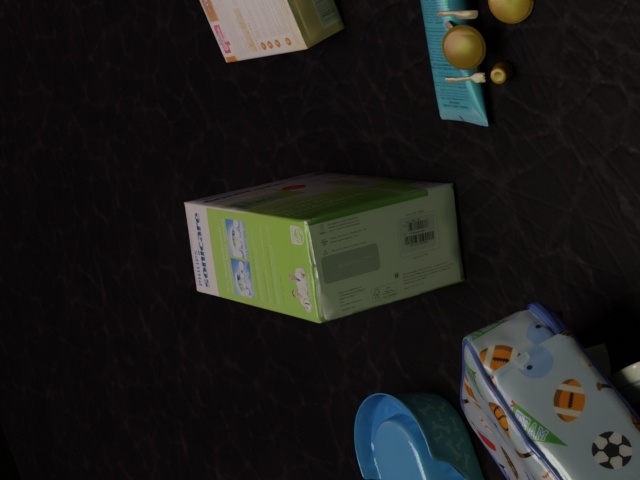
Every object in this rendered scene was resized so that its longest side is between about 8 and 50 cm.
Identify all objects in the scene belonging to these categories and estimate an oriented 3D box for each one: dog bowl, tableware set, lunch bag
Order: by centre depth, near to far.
[{"bbox_3d":[0.244,0.214,1.486,0.303,0.115,0.243,58,171,28],"label":"lunch bag"},{"bbox_3d":[0.172,-0.236,1.562,0.104,0.024,0.154,1,110,24],"label":"tableware set"},{"bbox_3d":[0.137,0.318,1.818,0.166,0.074,0.297,-31,75,58],"label":"dog bowl"}]

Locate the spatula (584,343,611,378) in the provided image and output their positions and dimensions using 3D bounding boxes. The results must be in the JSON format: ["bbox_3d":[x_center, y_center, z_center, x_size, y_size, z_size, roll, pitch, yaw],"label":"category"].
[{"bbox_3d":[0.255,0.213,1.637,0.242,0.019,0.168,-27,79,58],"label":"spatula"}]

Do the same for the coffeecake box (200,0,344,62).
[{"bbox_3d":[-0.072,-0.304,1.869,0.185,0.068,0.142,1,119,55],"label":"coffeecake box"}]

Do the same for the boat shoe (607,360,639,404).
[{"bbox_3d":[0.351,0.136,1.389,0.227,0.079,0.081,-25,76,55],"label":"boat shoe"}]

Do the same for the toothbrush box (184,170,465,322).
[{"bbox_3d":[0.000,0.000,1.782,0.283,0.206,0.122,8,109,58],"label":"toothbrush box"}]

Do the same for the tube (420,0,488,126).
[{"bbox_3d":[0.138,-0.225,1.625,0.080,0.052,0.207,20,124,60],"label":"tube"}]
